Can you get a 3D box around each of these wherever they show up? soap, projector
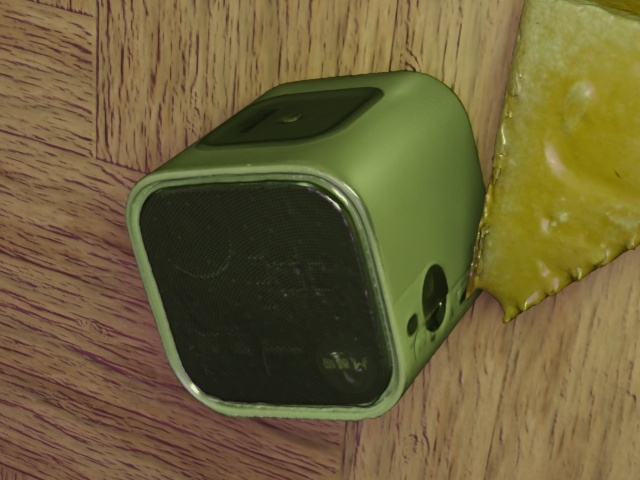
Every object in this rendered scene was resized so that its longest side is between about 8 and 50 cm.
[{"bbox_3d":[0.301,-0.034,1.077,0.304,0.169,0.339,24,124,27],"label":"soap"},{"bbox_3d":[0.000,0.000,1.197,0.248,0.249,0.249,-2,113,29],"label":"projector"}]
